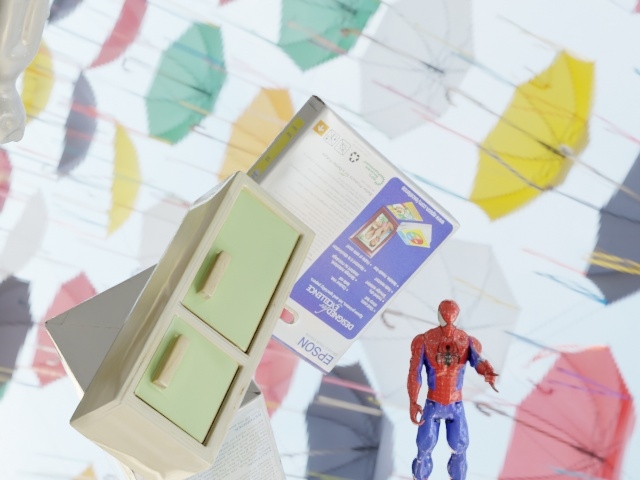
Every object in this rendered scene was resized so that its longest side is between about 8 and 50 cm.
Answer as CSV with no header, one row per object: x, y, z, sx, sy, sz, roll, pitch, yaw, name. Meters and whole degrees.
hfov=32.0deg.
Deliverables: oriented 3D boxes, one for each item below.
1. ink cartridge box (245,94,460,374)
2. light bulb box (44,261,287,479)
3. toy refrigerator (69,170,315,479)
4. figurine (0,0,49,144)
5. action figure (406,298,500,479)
0.000,0.000,1.608,0.307,0.303,0.072,-47,-148,7,ink cartridge box
-0.237,0.300,1.802,0.225,0.361,0.358,-28,-133,-16,light bulb box
-0.103,0.071,0.987,0.094,0.102,0.269,-30,-153,45,toy refrigerator
-0.335,-0.156,0.968,0.092,0.215,0.209,48,-48,34,figurine
0.140,0.209,1.237,0.139,0.091,0.280,-86,176,-77,action figure
